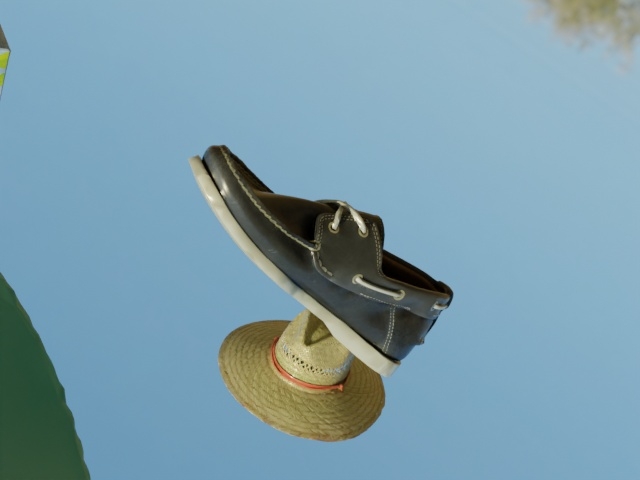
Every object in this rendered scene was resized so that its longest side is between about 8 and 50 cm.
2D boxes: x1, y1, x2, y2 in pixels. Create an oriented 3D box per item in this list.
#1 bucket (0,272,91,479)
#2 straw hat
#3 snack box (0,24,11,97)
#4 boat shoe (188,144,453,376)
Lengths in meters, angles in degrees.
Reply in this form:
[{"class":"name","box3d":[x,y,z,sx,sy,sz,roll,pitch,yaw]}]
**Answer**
[{"class":"bucket","box3d":[-0.203,0.123,0.698,0.281,0.183,0.281,-15,-90,-76]},{"class":"straw hat","box3d":[-0.003,0.084,1.503,0.144,0.061,0.144,17,-146,-12]},{"class":"snack box","box3d":[-0.332,-0.121,1.691,0.070,0.207,0.174,4,-148,-24]},{"class":"boat shoe","box3d":[0.000,0.000,1.271,0.233,0.079,0.084,41,-168,-39]}]
